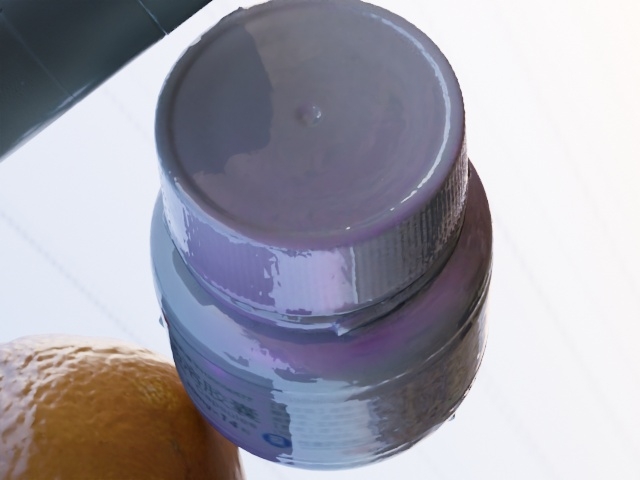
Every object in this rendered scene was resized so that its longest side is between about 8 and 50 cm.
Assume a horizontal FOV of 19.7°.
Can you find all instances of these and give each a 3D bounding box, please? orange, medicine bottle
[{"bbox_3d":[-0.207,0.222,1.502,0.312,0.312,0.312,-10,-90,-73],"label":"orange"},{"bbox_3d":[0.000,0.000,1.350,0.325,0.256,0.256,84,-175,-60],"label":"medicine bottle"}]

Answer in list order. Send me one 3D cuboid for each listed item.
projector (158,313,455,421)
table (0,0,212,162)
[{"bbox_3d":[-0.010,0.131,2.018,0.257,0.259,0.079,47,-131,-48],"label":"projector"},{"bbox_3d":[-0.163,-0.160,1.185,0.126,0.220,0.126,52,180,0],"label":"table"}]
